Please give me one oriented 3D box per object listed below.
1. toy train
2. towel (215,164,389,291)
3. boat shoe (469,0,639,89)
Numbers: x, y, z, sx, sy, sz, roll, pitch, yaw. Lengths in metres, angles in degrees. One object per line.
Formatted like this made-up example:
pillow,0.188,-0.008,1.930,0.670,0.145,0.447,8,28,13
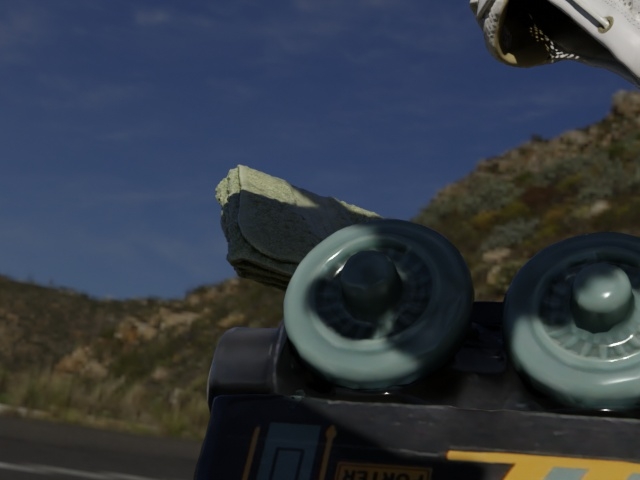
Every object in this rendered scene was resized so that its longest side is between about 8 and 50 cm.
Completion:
toy train,0.104,0.101,0.441,0.334,0.190,0.142,2,-36,16
towel,0.000,0.000,0.616,0.110,0.027,0.148,17,15,-12
boat shoe,0.138,-0.162,0.766,0.098,0.096,0.277,41,-3,-32
